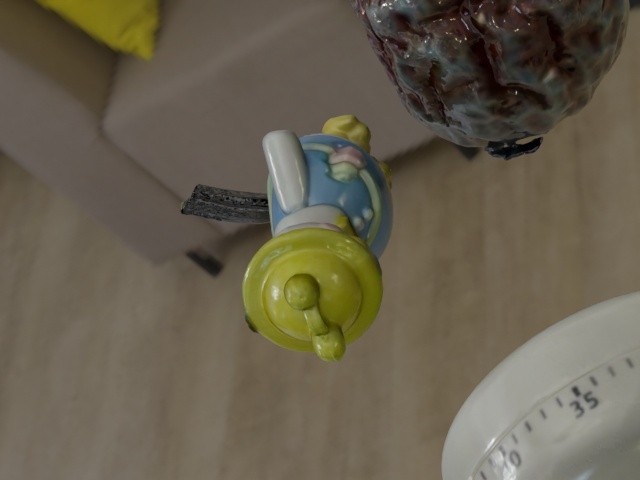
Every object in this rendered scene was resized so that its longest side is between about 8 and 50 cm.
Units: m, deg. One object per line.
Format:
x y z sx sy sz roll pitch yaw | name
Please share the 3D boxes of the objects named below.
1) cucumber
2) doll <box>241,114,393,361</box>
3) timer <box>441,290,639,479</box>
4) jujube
-0.077 -0.032 1.604 0.135 0.034 0.033 10 33 14 | cucumber
0.001 0.000 1.104 0.099 0.135 0.241 7 30 0 | doll
0.185 0.119 1.019 0.233 0.233 0.240 -39 50 15 | timer
0.100 -0.221 1.146 0.226 0.317 0.226 -22 24 11 | jujube
